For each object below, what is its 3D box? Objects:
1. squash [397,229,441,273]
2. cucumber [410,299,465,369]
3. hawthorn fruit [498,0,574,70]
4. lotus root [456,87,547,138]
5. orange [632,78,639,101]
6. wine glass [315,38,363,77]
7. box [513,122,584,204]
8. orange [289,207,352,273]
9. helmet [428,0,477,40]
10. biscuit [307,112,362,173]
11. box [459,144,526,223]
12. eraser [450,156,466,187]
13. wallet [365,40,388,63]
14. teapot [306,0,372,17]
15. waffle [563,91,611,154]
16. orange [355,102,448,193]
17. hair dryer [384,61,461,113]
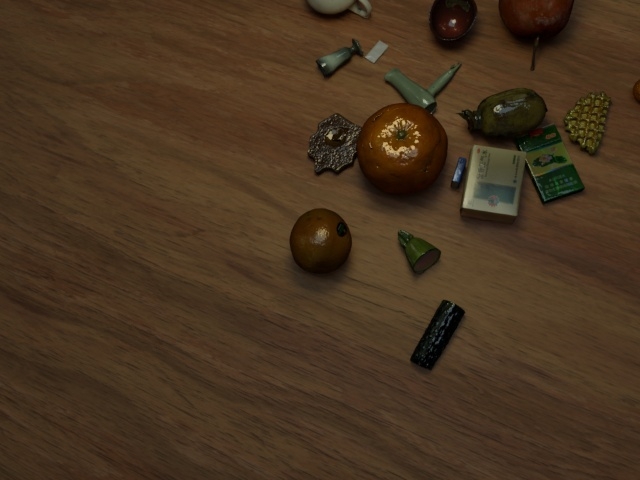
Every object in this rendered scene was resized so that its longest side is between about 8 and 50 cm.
[{"bbox_3d":[0.293,0.023,1.772,0.105,0.105,0.132,-37,55,-1],"label":"squash"},{"bbox_3d":[0.348,0.283,1.700,0.078,0.062,0.211,30,82,14],"label":"cucumber"},{"bbox_3d":[0.702,-0.755,1.812,0.231,0.235,0.263,-36,75,-3],"label":"hawthorn fruit"},{"bbox_3d":[0.567,-0.391,1.794,0.278,0.154,0.154,-12,75,6],"label":"lotus root"},{"bbox_3d":[1.015,-0.467,1.771,0.084,0.083,0.083,-2,76,9],"label":"orange"},{"bbox_3d":[0.066,-0.632,1.969,0.155,0.072,0.072,-31,73,-1],"label":"wine glass"},{"bbox_3d":[0.713,-0.242,1.786,0.132,0.034,0.235,-18,74,5],"label":"box"},{"bbox_3d":[0.000,0.000,1.763,0.206,0.206,0.206,-2,76,9],"label":"orange"},{"bbox_3d":[0.442,-0.727,1.914,0.155,0.106,0.175,9,80,13],"label":"helmet"},{"bbox_3d":[0.045,-0.312,1.913,0.182,0.034,0.215,34,86,16],"label":"biscuit"},{"bbox_3d":[0.533,-0.174,1.769,0.168,0.095,0.212,10,78,14],"label":"box"},{"bbox_3d":[0.438,-0.213,1.808,0.027,0.063,0.084,18,80,12],"label":"eraser"},{"bbox_3d":[0.196,-0.657,1.986,0.044,0.011,0.083,40,85,16],"label":"wallet"},{"bbox_3d":[0.051,-0.880,2.003,0.298,0.139,0.204,39,83,18],"label":"teapot"},{"bbox_3d":[0.857,-0.376,1.791,0.192,0.046,0.160,-40,71,-2],"label":"waffle"},{"bbox_3d":[0.253,-0.284,1.772,0.284,0.226,0.283,-1,80,5],"label":"orange"},{"bbox_3d":[0.366,-0.547,1.914,0.237,0.075,0.206,-34,67,-8],"label":"hair dryer"}]
